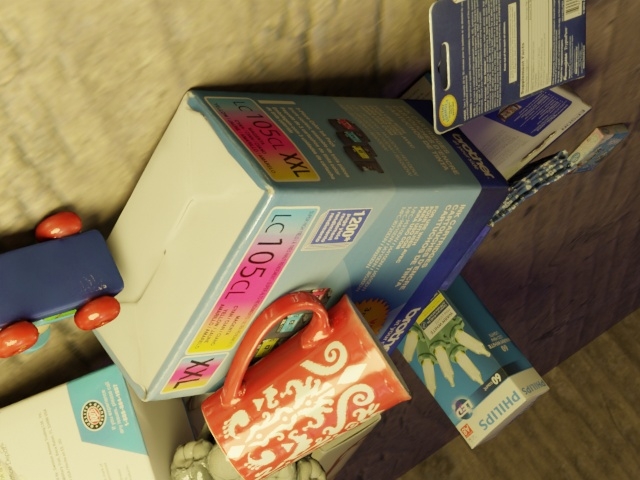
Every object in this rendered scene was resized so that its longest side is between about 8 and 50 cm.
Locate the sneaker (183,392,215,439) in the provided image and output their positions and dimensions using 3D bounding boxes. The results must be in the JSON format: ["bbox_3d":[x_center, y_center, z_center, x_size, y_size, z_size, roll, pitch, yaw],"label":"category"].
[{"bbox_3d":[-0.105,0.200,1.706,0.114,0.152,0.305,-14,158,-26],"label":"sneaker"}]

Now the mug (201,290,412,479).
[{"bbox_3d":[-0.026,0.127,1.249,0.169,0.150,0.113,-33,-172,3],"label":"mug"}]

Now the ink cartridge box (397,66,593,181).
[{"bbox_3d":[0.197,-0.146,1.576,0.165,0.065,0.332,-42,159,17],"label":"ink cartridge box"}]

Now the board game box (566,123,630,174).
[{"bbox_3d":[0.416,-0.138,2.055,0.090,0.020,0.090,-13,149,-50],"label":"board game box"}]

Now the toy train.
[{"bbox_3d":[-0.304,0.067,1.164,0.248,0.105,0.143,-18,167,-44],"label":"toy train"}]

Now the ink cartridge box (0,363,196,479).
[{"bbox_3d":[-0.276,0.279,1.454,0.270,0.198,0.197,-21,164,8],"label":"ink cartridge box"}]

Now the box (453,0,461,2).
[{"bbox_3d":[0.199,-0.307,1.228,0.145,0.038,0.186,-24,159,-33],"label":"box"}]

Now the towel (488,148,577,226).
[{"bbox_3d":[0.166,0.002,1.779,0.336,0.040,0.243,-36,-177,-13],"label":"towel"}]

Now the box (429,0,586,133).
[{"bbox_3d":[0.181,-0.201,1.348,0.225,0.036,0.136,-24,122,-35],"label":"box"}]

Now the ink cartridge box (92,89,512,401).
[{"bbox_3d":[0.000,0.000,1.327,0.395,0.151,0.270,-5,137,-46],"label":"ink cartridge box"}]

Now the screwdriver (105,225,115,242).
[{"bbox_3d":[-0.206,0.001,1.285,0.170,0.025,0.024,-37,162,13],"label":"screwdriver"}]

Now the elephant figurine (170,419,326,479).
[{"bbox_3d":[-0.063,0.203,1.469,0.186,0.169,0.239,-37,-154,26],"label":"elephant figurine"}]

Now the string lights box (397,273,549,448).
[{"bbox_3d":[0.210,0.166,2.045,0.076,0.260,0.133,-12,149,-51],"label":"string lights box"}]

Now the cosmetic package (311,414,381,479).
[{"bbox_3d":[-0.040,0.317,2.143,0.129,0.153,0.296,-25,160,-34],"label":"cosmetic package"}]
